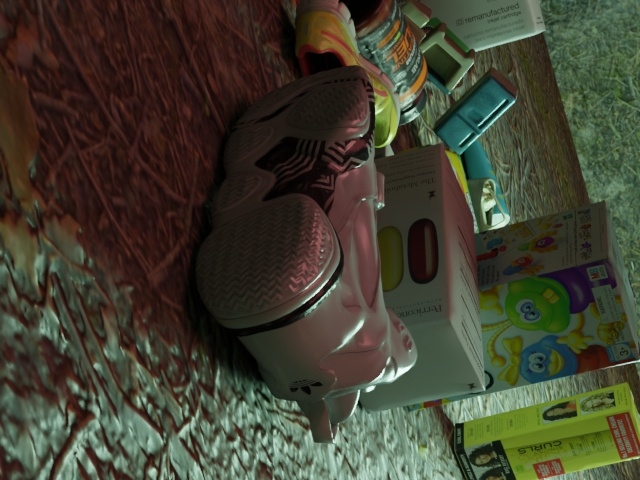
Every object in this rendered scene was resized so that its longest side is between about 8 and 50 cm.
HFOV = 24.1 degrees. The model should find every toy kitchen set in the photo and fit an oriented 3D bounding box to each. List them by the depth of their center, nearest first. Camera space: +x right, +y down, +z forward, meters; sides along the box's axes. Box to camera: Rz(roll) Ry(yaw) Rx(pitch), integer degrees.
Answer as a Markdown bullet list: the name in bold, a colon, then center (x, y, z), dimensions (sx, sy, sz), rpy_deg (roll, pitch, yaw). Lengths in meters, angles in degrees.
- **toy kitchen set**: center (0.151, -0.205, 2.051), dimensions (0.207, 0.122, 0.166), rpy_deg (40, 26, -10)

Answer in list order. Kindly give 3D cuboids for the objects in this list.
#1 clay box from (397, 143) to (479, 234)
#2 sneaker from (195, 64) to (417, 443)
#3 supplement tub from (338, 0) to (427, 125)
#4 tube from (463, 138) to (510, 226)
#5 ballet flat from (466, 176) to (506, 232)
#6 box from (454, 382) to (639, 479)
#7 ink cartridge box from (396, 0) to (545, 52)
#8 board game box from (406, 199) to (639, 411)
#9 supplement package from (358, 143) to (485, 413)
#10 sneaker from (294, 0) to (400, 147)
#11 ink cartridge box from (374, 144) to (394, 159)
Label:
- **clay box**: center (0.171, -0.061, 2.094), dimensions (0.222, 0.053, 0.128), rpy_deg (1, 75, -72)
- **sneaker**: center (0.000, 0.007, 1.358), dimensions (0.366, 0.137, 0.210), rpy_deg (-74, 147, -50)
- **supplement tub**: center (0.065, -0.224, 1.794), dimensions (0.198, 0.106, 0.106), rpy_deg (55, 26, -49)
- **tube**: center (0.257, -0.117, 2.442), dimensions (0.080, 0.052, 0.207), rpy_deg (64, 12, -63)
- **ballet flat**: center (0.251, -0.007, 2.282), dimensions (0.072, 0.068, 0.213), rpy_deg (52, 29, -53)
- **box**: center (0.293, 0.254, 1.916), dimensions (0.058, 0.232, 0.087), rpy_deg (-83, 154, -57)
- **ink cartridge box**: center (0.191, -0.410, 2.185), dimensions (0.117, 0.201, 0.278), rpy_deg (-32, 107, -73)
- **board game box**: center (0.216, 0.077, 1.738), dimensions (0.144, 0.275, 0.142), rpy_deg (-72, 145, -61)
- **supplement package**: center (0.090, 0.040, 1.600), dimensions (0.134, 0.139, 0.244), rpy_deg (61, 22, -45)
- **sneaker**: center (0.022, -0.171, 1.683), dimensions (0.208, 0.081, 0.094), rpy_deg (54, 33, -36)
- **ink cartridge box**: center (0.088, -0.063, 1.871), dimensions (0.063, 0.029, 0.115), rpy_deg (-84, 155, -49)
